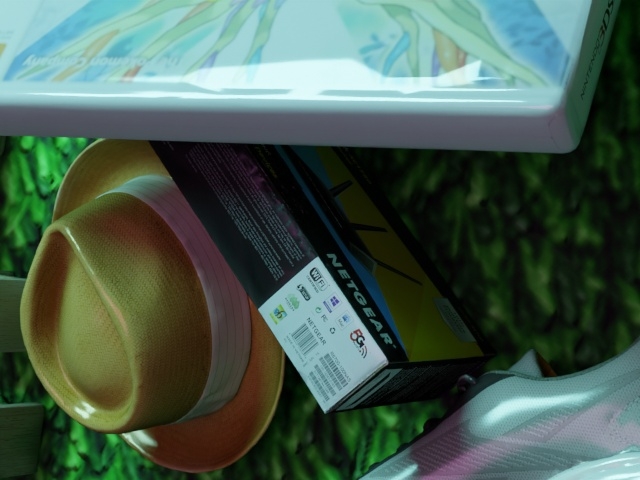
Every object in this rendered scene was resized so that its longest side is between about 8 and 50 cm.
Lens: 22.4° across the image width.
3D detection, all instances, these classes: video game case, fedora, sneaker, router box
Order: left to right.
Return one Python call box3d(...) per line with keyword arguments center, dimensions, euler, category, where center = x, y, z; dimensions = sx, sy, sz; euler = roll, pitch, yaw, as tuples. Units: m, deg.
box3d(center=(-0.105, 0.040, 0.873), dimensions=(0.194, 0.079, 0.194), euler=(12, 110, 37), category="fedora")
box3d(center=(0.000, -0.173, 0.792), dimensions=(0.329, 0.036, 0.300), euler=(4, 57, 27), category="video game case")
box3d(center=(0.000, 0.000, 0.814), dimensions=(0.046, 0.133, 0.179), euler=(-41, 71, 20), category="router box")
box3d(center=(0.076, 0.120, 0.800), dimensions=(0.271, 0.100, 0.108), euler=(-21, 67, 20), category="sneaker")

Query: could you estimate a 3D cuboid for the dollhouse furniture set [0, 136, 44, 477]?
box3d(center=(-0.284, 0.016, 0.945), dimensions=(0.212, 0.161, 0.242), euler=(8, 92, 27), category="dollhouse furniture set")
